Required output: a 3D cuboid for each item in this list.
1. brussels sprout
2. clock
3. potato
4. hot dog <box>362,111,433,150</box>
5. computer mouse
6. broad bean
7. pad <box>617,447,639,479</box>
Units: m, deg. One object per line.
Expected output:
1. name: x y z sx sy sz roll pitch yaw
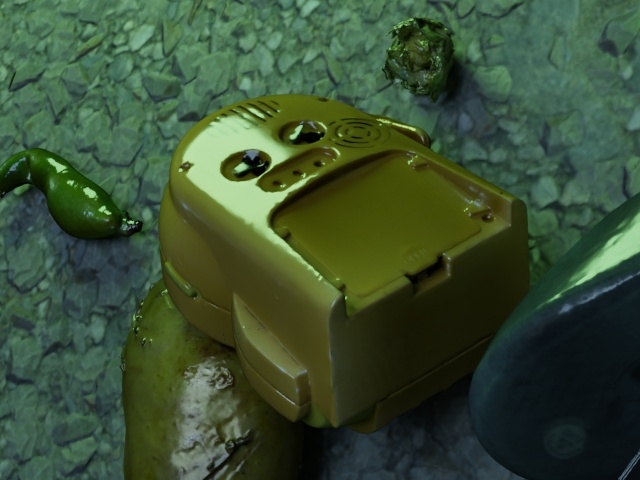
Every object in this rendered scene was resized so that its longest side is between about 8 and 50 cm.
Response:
1. brussels sprout: 0.092 -0.169 1.641 0.085 0.058 0.085 17 118 36
2. clock: 0.000 0.000 1.528 0.317 0.244 0.200 41 144 37
3. potato: -0.095 0.155 1.604 0.173 0.140 0.300 -12 68 30
4. hot dog: 0.060 -0.085 1.646 0.133 0.041 0.056 18 85 46
5. computer mouse: 0.270 0.049 1.356 0.371 0.188 0.122 -37 30 28
6. broad bean: -0.263 -0.046 1.855 0.214 0.048 0.070 24 88 39
7. pad: 0.285 0.227 1.329 0.164 0.004 0.243 34 97 -1
